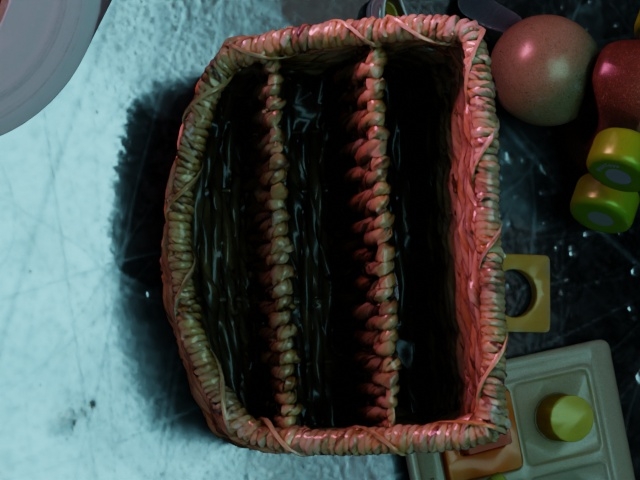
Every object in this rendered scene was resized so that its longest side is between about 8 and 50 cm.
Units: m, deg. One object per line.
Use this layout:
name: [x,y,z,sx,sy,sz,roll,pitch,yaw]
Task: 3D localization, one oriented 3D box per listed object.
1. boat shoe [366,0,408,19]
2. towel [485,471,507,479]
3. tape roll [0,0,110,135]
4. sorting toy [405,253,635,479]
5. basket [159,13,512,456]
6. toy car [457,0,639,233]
boat shoe: [0.061,-0.143,1.545,0.035,0.035,0.100,-10,89,-21]
towel: [0.064,0.277,1.501,0.237,0.021,0.102,-31,91,-7]
tape roll: [-0.252,-0.198,1.307,0.246,0.169,0.246,1,113,2]
sorting toy: [0.163,0.180,1.552,0.196,0.047,0.347,-11,90,-21]
basket: [0.000,0.000,1.401,0.213,0.223,0.299,-1,87,-11]
toy car: [0.181,-0.121,1.556,0.188,0.149,0.155,20,66,6]
